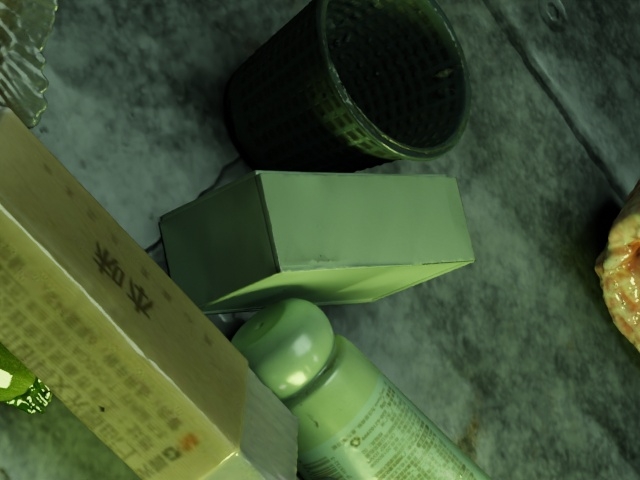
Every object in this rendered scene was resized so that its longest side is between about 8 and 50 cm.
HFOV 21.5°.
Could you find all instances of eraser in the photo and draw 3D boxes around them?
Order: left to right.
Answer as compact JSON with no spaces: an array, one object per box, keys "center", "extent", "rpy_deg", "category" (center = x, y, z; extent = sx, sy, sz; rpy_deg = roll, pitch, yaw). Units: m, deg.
[{"center":[-0.148,0.065,1.202],"extent":[0.343,0.078,0.144],"rpy_deg":[47,16,-18],"category":"eraser"}]

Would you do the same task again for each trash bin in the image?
[{"center":[0.014,-0.124,1.421],"extent":[0.175,0.161,0.175],"rpy_deg":[20,58,-36],"category":"trash bin"}]

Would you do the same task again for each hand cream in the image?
[{"center":[0.045,0.178,1.374],"extent":[0.147,0.093,0.306],"rpy_deg":[-43,108,-10],"category":"hand cream"}]

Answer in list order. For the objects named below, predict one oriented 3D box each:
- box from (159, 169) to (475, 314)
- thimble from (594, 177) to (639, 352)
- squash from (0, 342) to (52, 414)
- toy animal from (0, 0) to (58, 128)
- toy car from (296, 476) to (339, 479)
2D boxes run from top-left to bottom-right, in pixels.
[{"center":[0.000,0.000,1.380],"extent":[0.225,0.129,0.086],"rpy_deg":[-1,74,-44],"category":"box"},{"center":[0.403,0.018,1.693],"extent":[0.239,0.239,0.162],"rpy_deg":[54,47,-13],"category":"thimble"},{"center":[-0.276,0.059,1.134],"extent":[0.252,0.066,0.066],"rpy_deg":[26,57,-35],"category":"squash"},{"center":[-0.222,-0.262,1.276],"extent":[0.197,0.160,0.273],"rpy_deg":[35,45,-27],"category":"toy animal"},{"center":[0.014,0.275,1.306],"extent":[0.191,0.097,0.100],"rpy_deg":[52,50,-15],"category":"toy car"}]
